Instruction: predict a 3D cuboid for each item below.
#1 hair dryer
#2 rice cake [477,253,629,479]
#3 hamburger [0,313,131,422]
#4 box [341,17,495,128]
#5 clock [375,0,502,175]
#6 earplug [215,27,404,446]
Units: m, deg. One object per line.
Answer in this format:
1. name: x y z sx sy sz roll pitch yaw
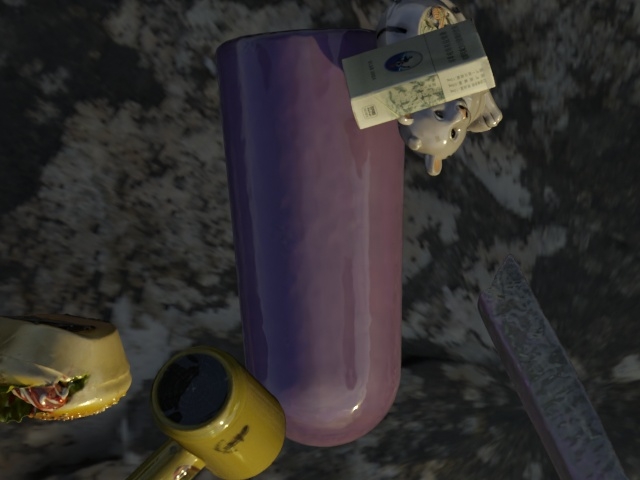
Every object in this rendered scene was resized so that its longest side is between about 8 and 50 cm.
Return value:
1. hair dryer: -0.157 0.217 1.364 0.279 0.135 0.090 -44 64 -5
2. rice cake: 0.226 0.177 1.386 0.056 0.072 0.365 -23 63 -3
3. hamburger: -0.315 0.141 1.749 0.210 0.173 0.116 6 93 42
4. box: 0.057 -0.098 0.917 0.083 0.054 0.024 -17 125 5
5. clock: 0.108 -0.165 1.597 0.080 0.117 0.176 -7 117 46
6. earplug: 0.000 0.000 1.728 0.215 0.215 0.455 -3 87 8
